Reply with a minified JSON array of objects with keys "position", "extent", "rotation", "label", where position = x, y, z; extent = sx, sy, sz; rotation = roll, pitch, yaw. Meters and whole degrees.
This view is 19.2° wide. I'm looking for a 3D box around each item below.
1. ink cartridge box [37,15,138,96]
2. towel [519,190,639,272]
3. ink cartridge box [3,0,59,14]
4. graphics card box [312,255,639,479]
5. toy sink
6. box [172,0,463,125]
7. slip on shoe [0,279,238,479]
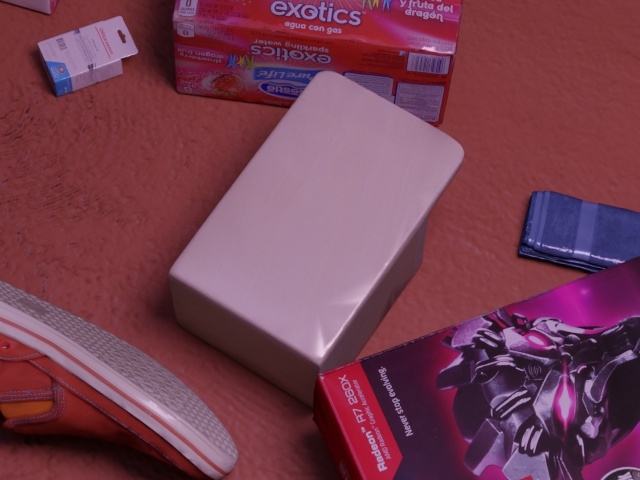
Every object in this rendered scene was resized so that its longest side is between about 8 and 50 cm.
[{"position":[-0.215,-0.172,1.761],"extent":[0.083,0.028,0.048],"rotation":[-20,65,-13],"label":"ink cartridge box"},{"position":[0.241,-0.004,1.695],"extent":[0.119,0.029,0.067],"rotation":[13,63,5],"label":"towel"},{"position":[-0.292,-0.343,1.813],"extent":[0.158,0.092,0.218],"rotation":[16,65,6],"label":"ink cartridge box"},{"position":[0.204,0.159,1.519],"extent":[0.370,0.094,0.233],"rotation":[-18,62,-10],"label":"graphics card box"},{"position":[0.000,0.000,1.625],"extent":[0.152,0.131,0.234],"rotation":[30,70,12],"label":"toy sink"},{"position":[-0.002,-0.200,1.730],"extent":[0.256,0.128,0.123],"rotation":[7,62,2],"label":"box"},{"position":[-0.220,0.119,1.575],"extent":[0.331,0.123,0.101],"rotation":[26,96,5],"label":"slip on shoe"}]
